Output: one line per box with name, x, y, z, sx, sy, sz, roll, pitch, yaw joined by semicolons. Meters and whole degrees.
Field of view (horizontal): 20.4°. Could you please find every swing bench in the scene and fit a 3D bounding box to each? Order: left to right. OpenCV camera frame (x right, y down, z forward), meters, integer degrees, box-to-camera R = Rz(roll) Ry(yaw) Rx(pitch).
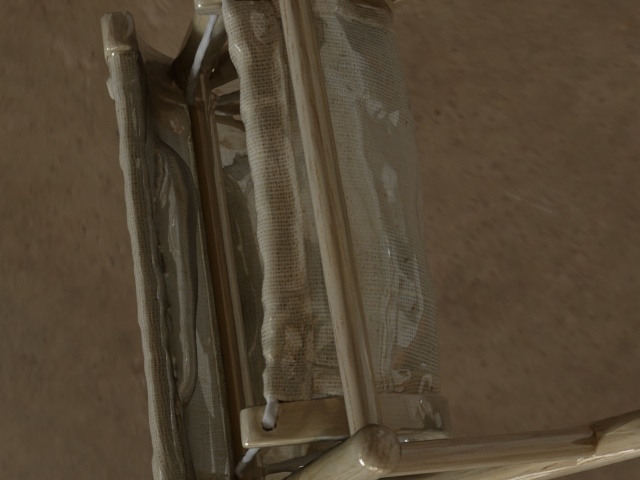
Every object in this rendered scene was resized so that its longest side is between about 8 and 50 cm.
swing bench;0.000;0.000;0.804;0.165;0.254;0.253;1;72;-33
